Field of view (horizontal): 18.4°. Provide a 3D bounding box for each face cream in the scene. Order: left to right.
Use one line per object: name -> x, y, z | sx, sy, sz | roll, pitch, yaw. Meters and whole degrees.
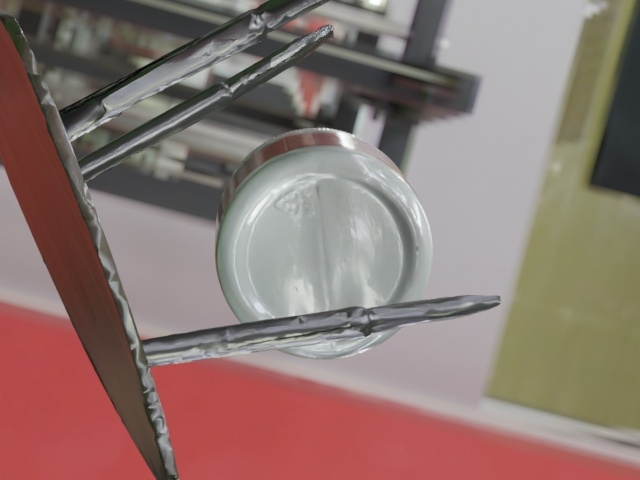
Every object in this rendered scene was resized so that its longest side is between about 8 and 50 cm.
face cream -> 0.000, 0.000, 1.876 | 0.187, 0.201, 0.201 | -107, -147, -80

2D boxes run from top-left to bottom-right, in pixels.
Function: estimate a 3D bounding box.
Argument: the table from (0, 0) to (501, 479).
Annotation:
table -> -0.050, -0.059, 1.231 | 0.317, 0.249, 0.317 | 158, -90, -77
